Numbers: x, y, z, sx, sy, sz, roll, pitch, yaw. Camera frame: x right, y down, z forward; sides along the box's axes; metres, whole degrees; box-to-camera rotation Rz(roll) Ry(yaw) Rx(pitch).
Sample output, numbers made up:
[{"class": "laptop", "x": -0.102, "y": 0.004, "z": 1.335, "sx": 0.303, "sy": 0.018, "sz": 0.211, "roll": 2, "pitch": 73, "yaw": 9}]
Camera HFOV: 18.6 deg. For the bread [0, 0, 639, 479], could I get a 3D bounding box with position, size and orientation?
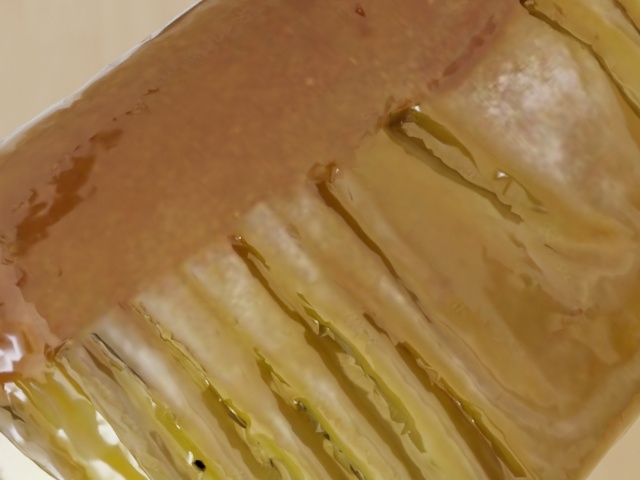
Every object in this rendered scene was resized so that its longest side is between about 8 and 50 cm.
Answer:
[{"class": "bread", "x": 0.000, "y": 0.000, "z": 0.566, "sx": 0.288, "sy": 0.156, "sz": 0.204, "roll": -40, "pitch": 9, "yaw": -23}]
